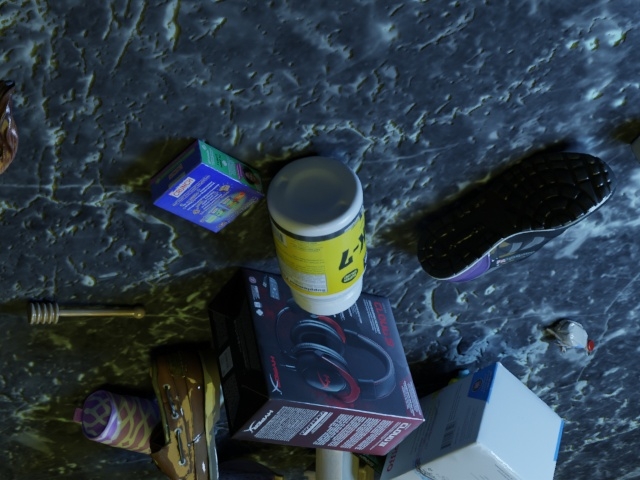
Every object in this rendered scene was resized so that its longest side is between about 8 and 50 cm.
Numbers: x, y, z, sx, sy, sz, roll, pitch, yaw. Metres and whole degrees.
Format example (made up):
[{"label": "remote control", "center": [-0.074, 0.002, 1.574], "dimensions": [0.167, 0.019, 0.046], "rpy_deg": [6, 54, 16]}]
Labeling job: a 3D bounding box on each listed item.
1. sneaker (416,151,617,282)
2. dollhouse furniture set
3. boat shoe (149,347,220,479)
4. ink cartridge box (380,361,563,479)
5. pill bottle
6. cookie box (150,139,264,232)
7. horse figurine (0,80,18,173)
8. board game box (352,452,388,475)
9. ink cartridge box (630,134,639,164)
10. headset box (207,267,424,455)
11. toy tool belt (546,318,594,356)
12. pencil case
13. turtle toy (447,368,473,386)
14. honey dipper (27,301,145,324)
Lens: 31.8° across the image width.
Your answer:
[{"label": "sneaker", "center": [0.276, -0.029, 1.541], "dimensions": [0.283, 0.107, 0.124], "rpy_deg": [-26, 157, 21]}, {"label": "dollhouse furniture set", "center": [-0.112, 0.366, 1.922], "dimensions": [0.355, 0.174, 0.303], "rpy_deg": [5, -170, 19]}, {"label": "boat shoe", "center": [-0.213, 0.309, 1.714], "dimensions": [0.104, 0.111, 0.307], "rpy_deg": [-4, 105, -17]}, {"label": "ink cartridge box", "center": [0.245, 0.346, 1.835], "dimensions": [0.168, 0.171, 0.232], "rpy_deg": [41, 134, -17]}, {"label": "pill bottle", "center": [0.000, 0.000, 1.442], "dimensions": [0.119, 0.119, 0.208], "rpy_deg": [-12, 144, -3]}, {"label": "cookie box", "center": [-0.138, -0.065, 1.373], "dimensions": [0.092, 0.040, 0.107], "rpy_deg": [-36, 139, 27]}, {"label": "horse figurine", "center": [-0.436, -0.084, 1.223], "dimensions": [0.263, 0.066, 0.174], "rpy_deg": [-17, 138, 6]}, {"label": "board game box", "center": [0.116, 0.336, 1.930], "dimensions": [0.026, 0.126, 0.186], "rpy_deg": [1, 152, 30]}, {"label": "ink cartridge box", "center": [0.518, -0.094, 1.514], "dimensions": [0.180, 0.104, 0.060], "rpy_deg": [10, 136, -30]}, {"label": "headset box", "center": [0.004, 0.177, 1.595], "dimensions": [0.293, 0.218, 0.110], "rpy_deg": [14, 135, -32]}, {"label": "toy tool belt", "center": [0.416, 0.163, 1.874], "dimensions": [0.051, 0.052, 0.083], "rpy_deg": [-3, 154, 41]}, {"label": "pencil case", "center": [-0.279, 0.294, 1.770], "dimensions": [0.088, 0.086, 0.206], "rpy_deg": [2, 161, 45]}, {"label": "turtle toy", "center": [0.253, 0.270, 1.932], "dimensions": [0.095, 0.066, 0.130], "rpy_deg": [23, 136, -2]}, {"label": "honey dipper", "center": [-0.319, 0.098, 1.540], "dimensions": [0.160, 0.030, 0.030], "rpy_deg": [1, 141, -27]}]
